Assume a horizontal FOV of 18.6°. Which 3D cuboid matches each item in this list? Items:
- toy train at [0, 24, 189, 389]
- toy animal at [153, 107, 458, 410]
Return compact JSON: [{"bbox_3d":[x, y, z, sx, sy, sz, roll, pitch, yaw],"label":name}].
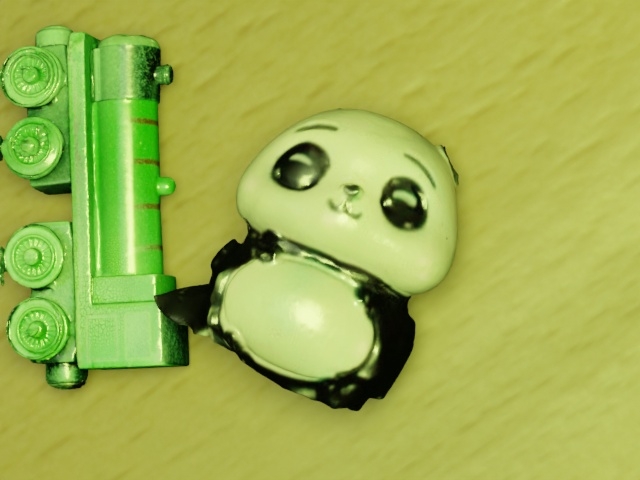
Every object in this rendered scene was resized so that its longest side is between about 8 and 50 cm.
[{"bbox_3d":[-0.153,-0.025,1.328,0.119,0.085,0.251,-3,86,13],"label":"toy train"},{"bbox_3d":[0.000,0.000,1.241,0.166,0.138,0.179,26,99,1],"label":"toy animal"}]
